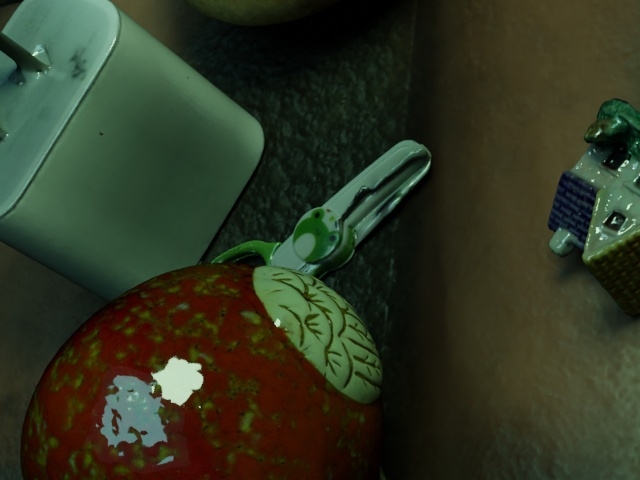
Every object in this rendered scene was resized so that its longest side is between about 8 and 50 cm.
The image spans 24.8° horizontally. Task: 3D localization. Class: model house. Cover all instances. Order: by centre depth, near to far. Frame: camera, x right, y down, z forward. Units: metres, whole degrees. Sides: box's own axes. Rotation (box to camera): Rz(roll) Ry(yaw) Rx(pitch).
[{"bbox_3d":[0.189,-0.020,0.908,0.100,0.088,0.101,-51,48,1],"label":"model house"}]

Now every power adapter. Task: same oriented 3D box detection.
[{"bbox_3d":[-0.183,-0.076,1.071,0.124,0.255,0.187,26,84,41],"label":"power adapter"}]

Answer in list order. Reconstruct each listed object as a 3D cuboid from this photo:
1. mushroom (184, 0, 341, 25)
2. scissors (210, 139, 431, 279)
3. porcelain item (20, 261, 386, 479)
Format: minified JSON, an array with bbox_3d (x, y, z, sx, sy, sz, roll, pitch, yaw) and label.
[{"bbox_3d":[-0.014,-0.283,1.128,0.278,0.146,0.278,-21,48,25],"label":"mushroom"},{"bbox_3d":[0.000,0.000,1.059,0.204,0.027,0.101,-43,55,12],"label":"scissors"},{"bbox_3d":[-0.053,0.143,0.893,0.253,0.253,0.253,-14,61,27],"label":"porcelain item"}]
